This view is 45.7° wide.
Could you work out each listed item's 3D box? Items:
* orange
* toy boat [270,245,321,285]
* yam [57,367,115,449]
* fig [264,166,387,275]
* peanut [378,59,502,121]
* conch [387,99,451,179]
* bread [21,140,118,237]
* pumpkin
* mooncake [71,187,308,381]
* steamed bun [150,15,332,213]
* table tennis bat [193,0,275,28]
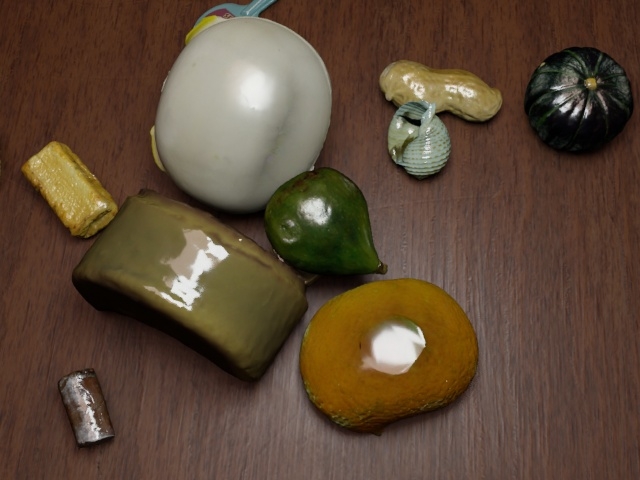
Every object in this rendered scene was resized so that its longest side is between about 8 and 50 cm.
[{"bbox_3d":[0.123,0.196,1.405,0.335,0.196,0.262,-14,57,4],"label":"orange"},{"bbox_3d":[0.000,0.000,1.523,0.188,0.061,0.116,-42,73,-12],"label":"toy boat"},{"bbox_3d":[-0.438,0.312,1.416,0.079,0.079,0.141,-22,73,-6],"label":"yam"},{"bbox_3d":[0.021,-0.017,1.398,0.245,0.195,0.195,38,76,13],"label":"fig"},{"bbox_3d":[0.253,-0.313,1.610,0.263,0.101,0.117,8,92,1],"label":"peanut"},{"bbox_3d":[0.206,-0.204,1.568,0.135,0.102,0.153,12,90,30],"label":"conch"},{"bbox_3d":[-0.512,-0.103,1.559,0.114,0.083,0.211,-39,74,-6],"label":"bread"},{"bbox_3d":[0.530,-0.289,1.561,0.221,0.162,0.220,0,76,0],"label":"pumpkin"},{"bbox_3d":[-0.230,0.084,1.415,0.394,0.393,0.246,38,72,-28],"label":"mooncake"},{"bbox_3d":[-0.147,-0.238,1.467,0.334,0.334,0.373,27,100,10],"label":"steamed bun"},{"bbox_3d":[-0.182,-0.493,1.717,0.244,0.040,0.153,-44,75,-8],"label":"table tennis bat"}]
